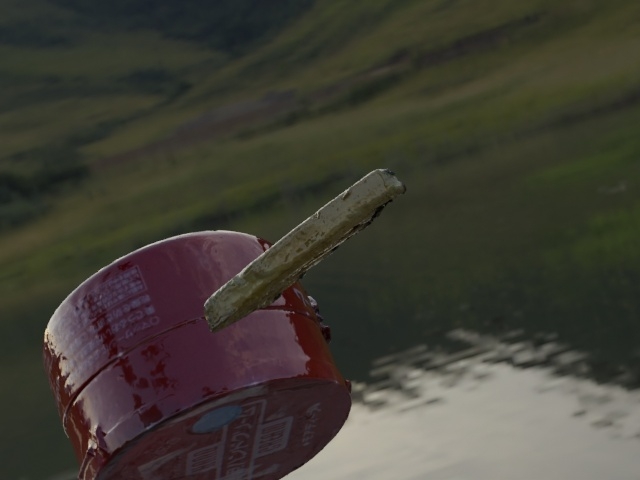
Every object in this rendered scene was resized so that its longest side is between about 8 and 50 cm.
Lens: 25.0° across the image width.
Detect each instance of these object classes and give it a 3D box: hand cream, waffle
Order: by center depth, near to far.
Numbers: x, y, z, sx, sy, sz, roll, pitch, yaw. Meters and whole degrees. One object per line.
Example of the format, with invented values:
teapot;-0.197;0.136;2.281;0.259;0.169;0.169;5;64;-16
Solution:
waffle;0.000;0.000;0.863;0.152;0.023;0.097;-38;-4;22
hand cream;-0.101;0.109;1.146;0.230;0.149;0.230;-22;-29;-13
